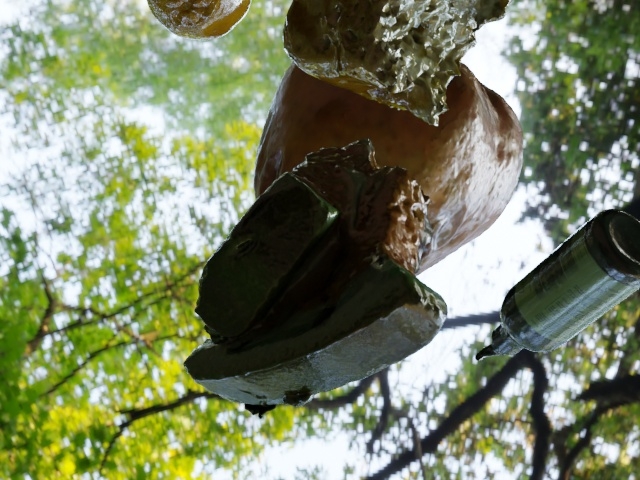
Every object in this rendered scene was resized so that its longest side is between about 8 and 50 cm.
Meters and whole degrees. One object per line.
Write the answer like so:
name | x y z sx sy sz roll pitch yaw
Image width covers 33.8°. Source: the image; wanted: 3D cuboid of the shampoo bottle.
shampoo bottle | 0.302 0.075 1.343 0.101 0.284 0.101 17 -131 -21

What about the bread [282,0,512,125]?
bread | 0.111 -0.247 0.567 0.185 0.109 0.380 21 -86 40

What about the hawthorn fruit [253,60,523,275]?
hawthorn fruit | 0.105 -0.129 1.799 0.471 0.472 0.472 -1 -131 2

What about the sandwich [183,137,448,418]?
sandwich | 0.000 0.000 1.013 0.250 0.162 0.301 -17 -146 30

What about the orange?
orange | -0.176 -0.356 1.490 0.159 0.159 0.136 3 -142 6
